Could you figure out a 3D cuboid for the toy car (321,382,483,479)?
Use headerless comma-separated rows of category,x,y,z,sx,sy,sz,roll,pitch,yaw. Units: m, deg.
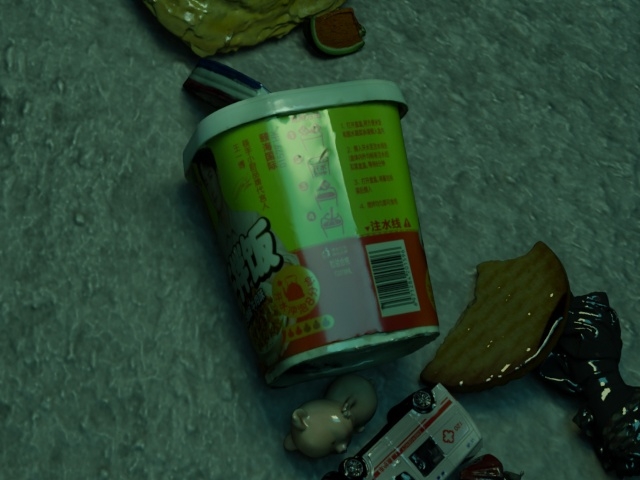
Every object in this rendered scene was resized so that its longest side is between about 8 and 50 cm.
toy car,0.095,0.268,1.837,0.210,0.089,0.108,-40,87,-29

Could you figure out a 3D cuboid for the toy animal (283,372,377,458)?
toy animal,0.016,0.209,1.843,0.089,0.083,0.150,19,34,36

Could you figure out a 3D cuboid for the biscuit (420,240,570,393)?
biscuit,0.218,0.106,1.942,0.229,0.031,0.176,-29,47,2

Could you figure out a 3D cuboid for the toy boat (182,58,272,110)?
toy boat,-0.118,-0.189,1.934,0.046,0.229,0.080,-47,122,-9

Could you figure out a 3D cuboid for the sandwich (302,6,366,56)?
sandwich,0.020,-0.281,2.070,0.101,0.069,0.026,-14,40,-27

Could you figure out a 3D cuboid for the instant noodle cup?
instant noodle cup,0.000,0.000,1.846,0.294,0.294,0.307,-10,76,-19

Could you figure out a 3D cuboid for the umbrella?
umbrella,0.346,0.171,1.939,0.110,0.122,0.272,11,49,-60

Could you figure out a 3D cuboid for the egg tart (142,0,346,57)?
egg tart,-0.103,-0.431,2.058,0.352,0.153,0.339,-14,69,-21

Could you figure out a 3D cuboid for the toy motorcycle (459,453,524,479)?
toy motorcycle,0.239,0.332,1.853,0.213,0.082,0.122,19,73,-16
